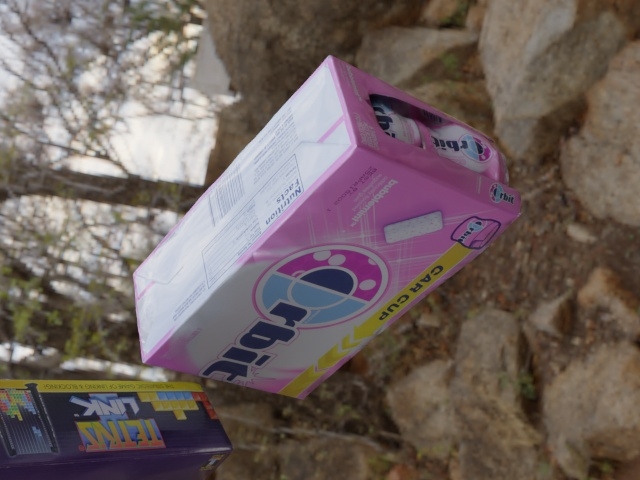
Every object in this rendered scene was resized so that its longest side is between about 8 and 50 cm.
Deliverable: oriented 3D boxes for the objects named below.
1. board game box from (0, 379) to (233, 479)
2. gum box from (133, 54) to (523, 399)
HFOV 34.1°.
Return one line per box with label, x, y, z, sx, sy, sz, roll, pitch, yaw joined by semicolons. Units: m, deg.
board game box;-0.147;0.126;0.494;0.170;0.048;0.141;9;-49;-49
gum box;0.000;0.000;0.532;0.188;0.107;0.062;-44;43;33
